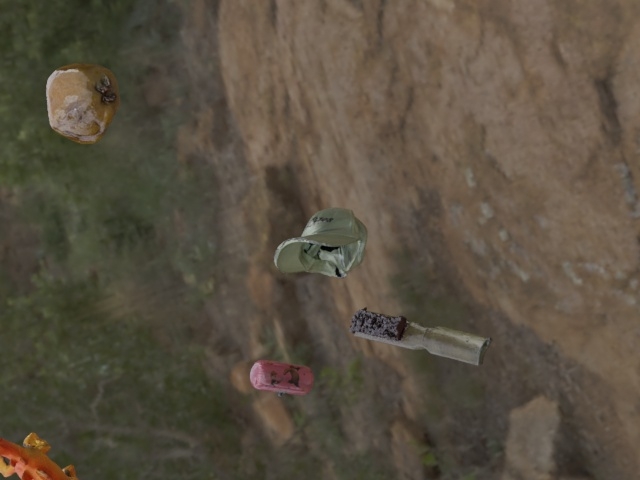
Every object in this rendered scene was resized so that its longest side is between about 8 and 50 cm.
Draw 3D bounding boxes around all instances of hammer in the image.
[{"bbox_3d":[-0.049,0.175,1.398,0.043,0.083,0.043,-33,52,55],"label":"hammer"}]

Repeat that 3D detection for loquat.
[{"bbox_3d":[-0.376,-0.221,1.757,0.137,0.113,0.137,-10,77,48],"label":"loquat"}]

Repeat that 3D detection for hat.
[{"bbox_3d":[-0.001,0.005,1.443,0.122,0.166,0.081,-31,75,35],"label":"hat"}]

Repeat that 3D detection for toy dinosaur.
[{"bbox_3d":[-0.326,0.324,1.391,0.117,0.070,0.288,46,175,44],"label":"toy dinosaur"}]

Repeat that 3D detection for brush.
[{"bbox_3d":[0.122,0.123,1.443,0.248,0.036,0.043,9,77,53],"label":"brush"}]
